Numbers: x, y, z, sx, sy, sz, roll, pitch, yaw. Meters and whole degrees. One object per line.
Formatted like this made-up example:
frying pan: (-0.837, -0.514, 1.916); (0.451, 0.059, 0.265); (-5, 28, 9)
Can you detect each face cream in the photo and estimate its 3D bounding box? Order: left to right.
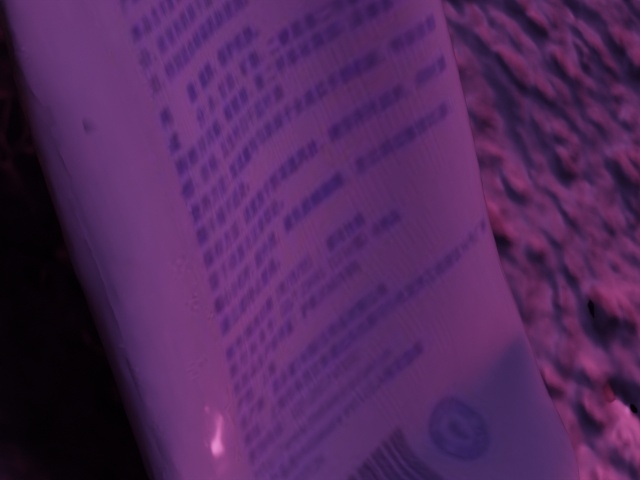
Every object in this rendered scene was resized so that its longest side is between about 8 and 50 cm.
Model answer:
face cream: (0.000, 0.000, 0.655); (0.235, 0.137, 0.420); (-41, 126, -45)
